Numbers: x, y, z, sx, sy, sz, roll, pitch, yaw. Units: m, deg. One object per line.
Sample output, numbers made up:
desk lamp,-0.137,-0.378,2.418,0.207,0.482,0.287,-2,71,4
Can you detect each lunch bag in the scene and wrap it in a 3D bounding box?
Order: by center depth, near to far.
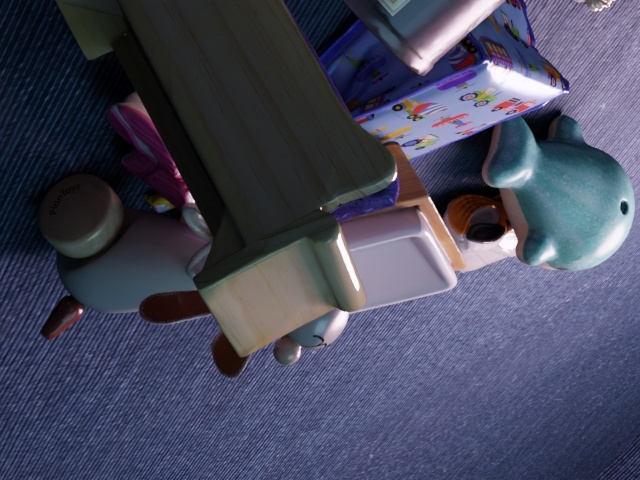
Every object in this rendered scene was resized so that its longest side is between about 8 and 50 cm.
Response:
lunch bag,0.085,-0.152,1.694,0.293,0.138,0.221,-34,160,25

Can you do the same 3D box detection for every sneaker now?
sneaker,-0.127,-0.102,1.521,0.111,0.103,0.252,-50,172,-14
sneaker,0.238,-0.010,2.179,0.262,0.099,0.121,-2,151,-42

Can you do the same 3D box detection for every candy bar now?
candy bar,-0.111,-0.064,1.658,0.161,0.018,0.040,-20,163,9

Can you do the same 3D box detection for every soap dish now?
soap dish,0.000,0.000,1.744,0.291,0.118,0.229,-12,158,12

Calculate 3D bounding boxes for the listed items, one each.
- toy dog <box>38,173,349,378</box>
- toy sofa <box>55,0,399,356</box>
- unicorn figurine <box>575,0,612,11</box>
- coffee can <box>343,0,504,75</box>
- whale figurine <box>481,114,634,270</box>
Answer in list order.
toy dog,-0.153,0.058,1.536,0.220,0.334,0.161,38,72,-42
toy sofa,-0.075,-0.105,1.276,0.177,0.362,0.150,-28,154,-4
unicorn figurine,0.245,-0.298,1.655,0.111,0.162,0.060,-49,166,-46
coffee can,0.125,-0.308,1.355,0.275,0.201,0.201,-41,155,12
whale figurine,0.316,-0.067,2.042,0.272,0.141,0.216,39,64,-46
